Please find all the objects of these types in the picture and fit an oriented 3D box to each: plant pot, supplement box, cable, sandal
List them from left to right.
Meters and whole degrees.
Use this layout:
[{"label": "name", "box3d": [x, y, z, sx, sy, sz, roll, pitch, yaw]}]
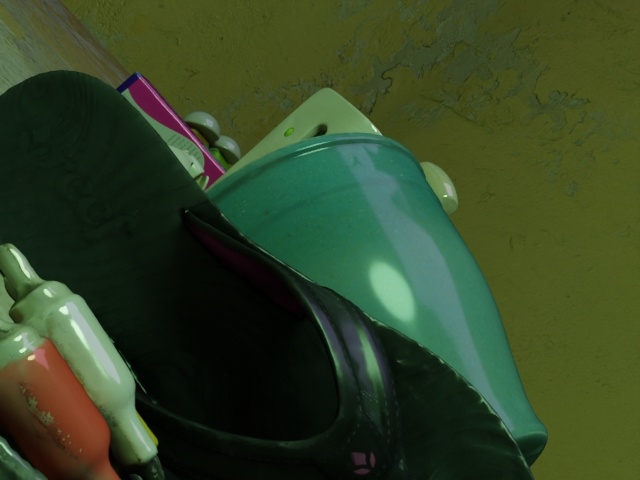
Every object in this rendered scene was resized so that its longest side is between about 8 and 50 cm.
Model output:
[{"label": "supplement box", "box3d": [-0.255, -0.147, 1.278, 0.220, 0.111, 0.114, 50, 0, -6]}, {"label": "cable", "box3d": [-0.062, 0.127, 0.343, 0.287, 0.072, 0.139, 49, -3, -8]}, {"label": "sandal", "box3d": [-0.068, 0.058, 0.457, 0.445, 0.167, 0.107, 40, -7, 14]}, {"label": "plant pot", "box3d": [0.031, 0.099, 0.626, 0.255, 0.271, 0.271, 57, 5, 32]}]

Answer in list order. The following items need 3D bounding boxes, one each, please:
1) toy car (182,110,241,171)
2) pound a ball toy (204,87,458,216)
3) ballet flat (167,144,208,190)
[{"label": "toy car", "box3d": [-0.244, -0.142, 1.472, 0.136, 0.159, 0.182, 7, -22, 29]}, {"label": "pound a ball toy", "box3d": [0.000, 0.000, 0.835, 0.208, 0.319, 0.136, 49, 1, -43]}, {"label": "ballet flat", "box3d": [-0.193, -0.064, 0.970, 0.107, 0.106, 0.316, 49, 1, -1]}]
